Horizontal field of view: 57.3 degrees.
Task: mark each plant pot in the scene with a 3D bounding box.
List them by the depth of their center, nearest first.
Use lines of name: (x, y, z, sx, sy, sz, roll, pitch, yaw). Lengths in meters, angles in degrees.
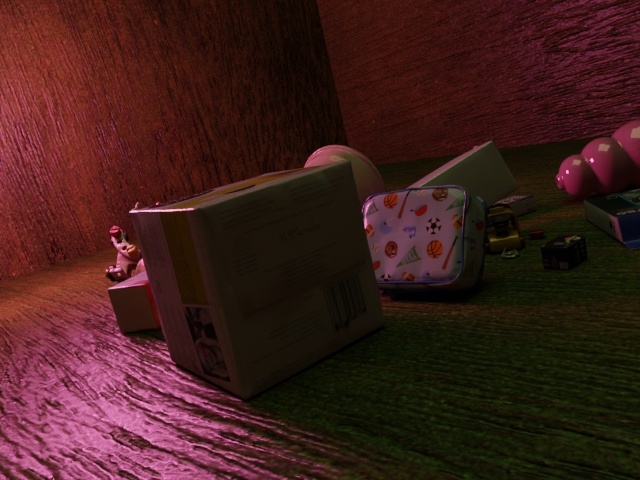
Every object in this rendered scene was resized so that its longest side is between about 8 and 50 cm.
plant pot: (0.006, -0.107, 1.956, 0.334, 0.333, 0.305, -5, 26, 37)

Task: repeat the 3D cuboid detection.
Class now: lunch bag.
lunch bag: (0.215, 0.008, 1.307, 0.304, 0.243, 0.115, -5, -15, 43)

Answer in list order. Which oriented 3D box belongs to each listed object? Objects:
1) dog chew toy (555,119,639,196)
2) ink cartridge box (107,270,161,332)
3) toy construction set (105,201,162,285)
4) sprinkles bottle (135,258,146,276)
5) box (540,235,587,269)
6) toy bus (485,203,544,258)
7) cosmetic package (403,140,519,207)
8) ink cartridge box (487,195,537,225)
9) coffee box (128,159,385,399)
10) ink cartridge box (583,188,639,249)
dog chew toy: (0.881, -0.231, 1.762, 0.332, 0.206, 0.206, -19, 10, 12)
ink cartridge box: (-0.453, 0.153, 1.581, 0.128, 0.127, 0.176, -9, 13, 24)
toy construction set: (-0.613, 0.044, 2.013, 0.258, 0.308, 0.237, 14, 50, -13)
sprinkles bottle: (-0.431, 0.099, 1.833, 0.356, 0.121, 0.121, -4, 15, 40)
box: (0.529, 0.026, 1.270, 0.083, 0.052, 0.062, -24, 16, -37)
toy bus: (0.462, -0.036, 1.510, 0.191, 0.104, 0.202, -21, 13, -32)
cosmetic package: (0.311, -0.100, 1.565, 0.366, 0.155, 0.197, -31, 2, -10)
ink cartridge box: (0.554, -0.091, 1.811, 0.207, 0.046, 0.097, -18, 11, -19)
coffee box: (-0.129, 0.054, 1.166, 0.338, 0.338, 0.334, -21, 13, -34)
ink cartridge box: (0.761, -0.060, 1.396, 0.166, 0.065, 0.332, -11, 13, 10)
